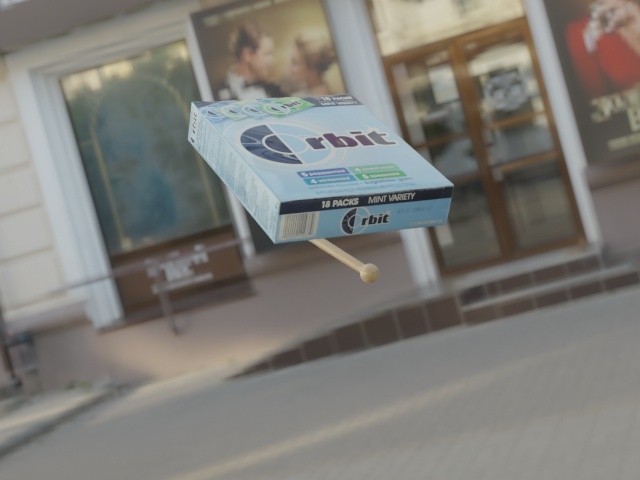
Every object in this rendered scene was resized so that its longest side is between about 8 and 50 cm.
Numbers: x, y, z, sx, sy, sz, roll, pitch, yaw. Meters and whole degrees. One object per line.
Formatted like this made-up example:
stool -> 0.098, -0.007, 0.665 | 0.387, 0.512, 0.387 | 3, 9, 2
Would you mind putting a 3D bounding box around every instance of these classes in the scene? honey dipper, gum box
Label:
honey dipper -> 0.000, 0.000, 1.343 | 0.030, 0.030, 0.161 | -17, 34, -39
gum box -> -0.004, -0.065, 1.162 | 0.157, 0.041, 0.184 | -7, 33, -27
